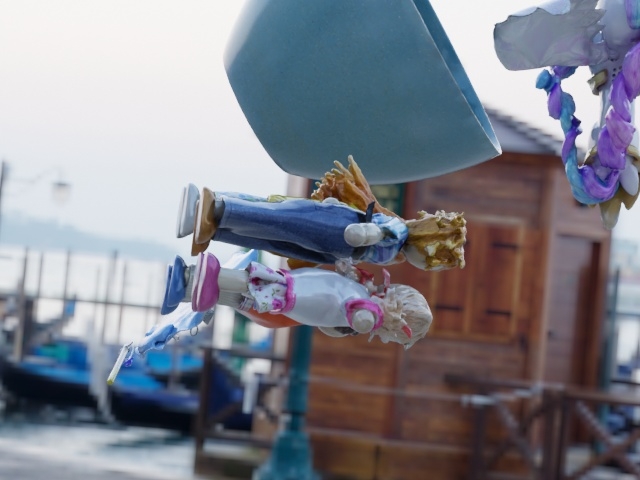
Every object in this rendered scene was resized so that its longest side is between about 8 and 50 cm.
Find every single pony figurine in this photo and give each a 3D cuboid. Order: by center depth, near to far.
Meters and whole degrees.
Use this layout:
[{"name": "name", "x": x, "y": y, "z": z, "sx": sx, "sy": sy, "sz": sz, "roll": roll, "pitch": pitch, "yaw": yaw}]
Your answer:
[{"name": "pony figurine", "x": 0.332, "y": -0.232, "z": 1.773, "sx": 0.302, "sy": 0.364, "sz": 0.351, "roll": 5, "pitch": -23, "yaw": 4}]

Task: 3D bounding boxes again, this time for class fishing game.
[{"name": "fishing game", "x": -0.134, "y": 0.075, "z": 1.912, "sx": 0.041, "sy": 0.264, "sz": 0.189, "roll": 49, "pitch": 6, "yaw": -10}]

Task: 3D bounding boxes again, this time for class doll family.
[{"name": "doll family", "x": 0.000, "y": 0.000, "z": 1.030, "sx": 0.163, "sy": 0.118, "sz": 0.263, "roll": 8, "pitch": -3, "yaw": -11}]

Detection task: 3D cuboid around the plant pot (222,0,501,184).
[{"name": "plant pot", "x": 0.022, "y": -0.167, "z": 1.610, "sx": 0.195, "sy": 0.290, "sz": 0.290, "roll": -28, "pitch": -7, "yaw": 10}]
